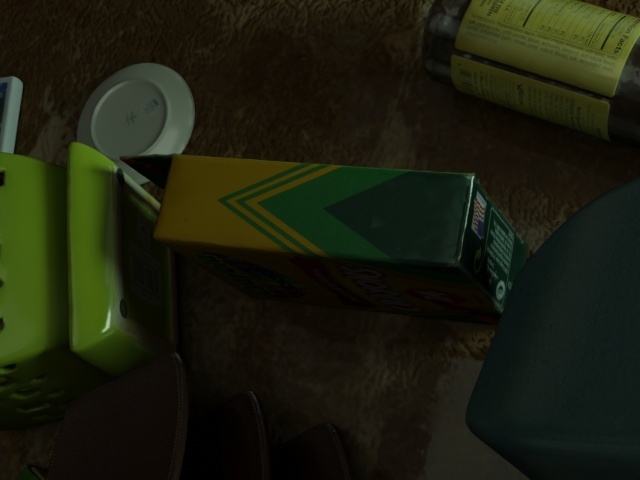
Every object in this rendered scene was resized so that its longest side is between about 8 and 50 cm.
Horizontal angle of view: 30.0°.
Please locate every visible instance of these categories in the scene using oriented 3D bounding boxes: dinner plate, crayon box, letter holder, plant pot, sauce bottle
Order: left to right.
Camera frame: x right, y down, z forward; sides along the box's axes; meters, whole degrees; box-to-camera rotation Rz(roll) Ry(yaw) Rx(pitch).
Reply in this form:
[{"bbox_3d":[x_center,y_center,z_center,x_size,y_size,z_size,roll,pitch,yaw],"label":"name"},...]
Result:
[{"bbox_3d":[-0.255,0.042,1.119,0.207,0.228,0.227,-9,70,11],"label":"plant pot"},{"bbox_3d":[-0.199,-0.125,1.261,0.141,0.017,0.141,-6,71,18],"label":"dinner plate"},{"bbox_3d":[-0.093,0.211,0.942,0.214,0.152,0.302,-28,20,8],"label":"letter holder"},{"bbox_3d":[0.000,0.000,1.040,0.318,0.202,0.081,5,76,24],"label":"crayon box"},{"bbox_3d":[0.258,-0.138,1.032,0.344,0.111,0.111,24,83,25],"label":"sauce bottle"},{"bbox_3d":[0.255,0.106,0.862,0.252,0.248,0.247,-12,46,50],"label":"plant pot"}]

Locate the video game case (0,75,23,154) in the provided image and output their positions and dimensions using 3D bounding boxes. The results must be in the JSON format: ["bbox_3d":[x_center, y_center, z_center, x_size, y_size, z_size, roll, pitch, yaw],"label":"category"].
[{"bbox_3d":[-0.425,-0.080,1.332,0.183,0.023,0.201,-3,71,21],"label":"video game case"}]

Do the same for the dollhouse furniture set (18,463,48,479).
[{"bbox_3d":[-0.212,0.185,1.133,0.058,0.076,0.152,37,90,29],"label":"dollhouse furniture set"}]
